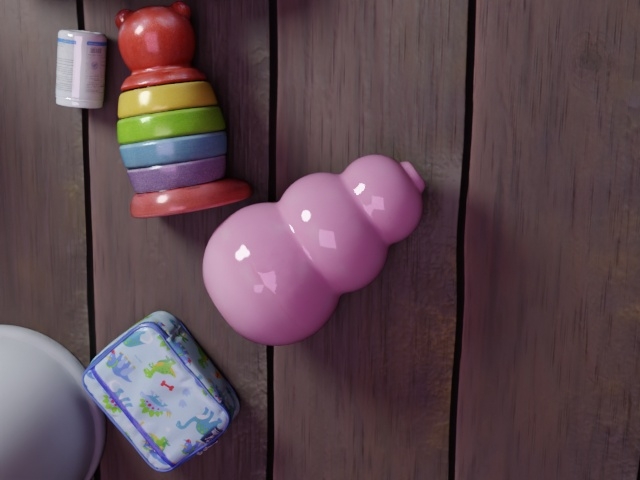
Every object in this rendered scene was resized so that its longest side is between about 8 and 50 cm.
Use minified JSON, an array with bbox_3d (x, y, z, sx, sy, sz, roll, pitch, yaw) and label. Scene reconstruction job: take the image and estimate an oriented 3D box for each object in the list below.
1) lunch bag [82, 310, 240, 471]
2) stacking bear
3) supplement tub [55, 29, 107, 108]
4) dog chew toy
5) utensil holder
[{"bbox_3d":[-0.247,0.237,1.495,0.176,0.090,0.219,-36,95,16],"label":"lunch bag"},{"bbox_3d":[-0.214,-0.186,1.366,0.175,0.164,0.289,-8,97,9],"label":"stacking bear"},{"bbox_3d":[-0.348,-0.250,1.408,0.071,0.071,0.107,9,103,5],"label":"supplement tub"},{"bbox_3d":[0.000,0.000,1.360,0.332,0.206,0.207,-35,96,5],"label":"dog chew toy"},{"bbox_3d":[-0.531,0.334,1.400,0.327,0.385,0.328,2,103,8],"label":"utensil holder"}]
